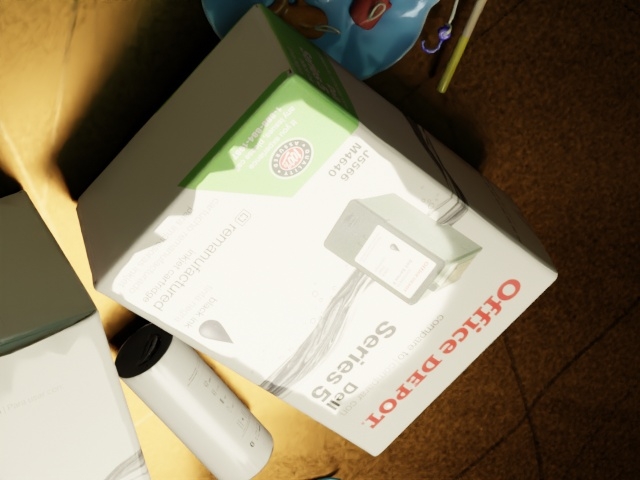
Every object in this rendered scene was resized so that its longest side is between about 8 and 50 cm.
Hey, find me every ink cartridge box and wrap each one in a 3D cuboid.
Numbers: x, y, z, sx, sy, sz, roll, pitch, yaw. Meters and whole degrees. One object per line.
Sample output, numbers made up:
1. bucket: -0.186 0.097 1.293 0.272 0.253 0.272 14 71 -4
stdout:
1. ink cartridge box: 0.000 0.000 1.104 0.273 0.115 0.198 34 108 -32
2. ink cartridge box: -0.188 0.138 1.049 0.117 0.207 0.283 -21 120 -14

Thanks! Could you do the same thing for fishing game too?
1. fishing game: 0.005 -0.187 1.079 0.264 0.041 0.189 21 104 -27

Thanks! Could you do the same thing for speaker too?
1. speaker: -0.093 0.121 1.172 0.055 0.055 0.136 -40 123 -2

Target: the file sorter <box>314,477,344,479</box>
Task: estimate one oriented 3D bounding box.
1. file sorter: -0.006 0.293 1.254 0.104 0.118 0.170 -11 117 -21
